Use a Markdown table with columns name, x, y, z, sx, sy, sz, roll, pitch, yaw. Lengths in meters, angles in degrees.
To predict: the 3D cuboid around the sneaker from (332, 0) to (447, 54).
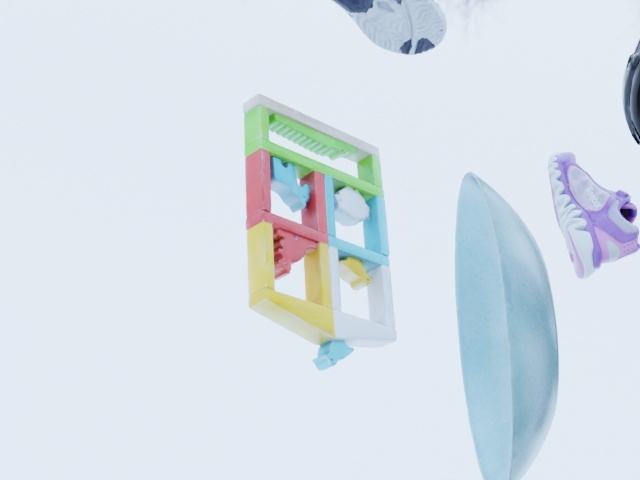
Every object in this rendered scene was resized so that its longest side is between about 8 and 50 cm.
| name | x | y | z | sx | sy | sz | roll | pitch | yaw |
| --- | --- | --- | --- | --- | --- | --- | --- | --- | --- |
| sneaker | 0.048 | -0.325 | 1.496 | 0.234 | 0.094 | 0.153 | 20 | -141 | -20 |

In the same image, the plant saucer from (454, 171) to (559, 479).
| name | x | y | z | sx | sy | sz | roll | pitch | yaw |
| --- | --- | --- | --- | --- | --- | --- | --- | --- | --- |
| plant saucer | 0.111 | 0.055 | 0.736 | 0.037 | 0.195 | 0.195 | -5 | -159 | -2 |

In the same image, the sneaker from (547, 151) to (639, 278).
| name | x | y | z | sx | sy | sz | roll | pitch | yaw |
| --- | --- | --- | --- | --- | --- | --- | --- | --- | --- |
| sneaker | 0.377 | -0.044 | 1.713 | 0.104 | 0.095 | 0.236 | -15 | -143 | 7 |

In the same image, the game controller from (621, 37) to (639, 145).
| name | x | y | z | sx | sy | sz | roll | pitch | yaw |
| --- | --- | --- | --- | --- | --- | --- | --- | --- | --- |
| game controller | 0.272 | -0.155 | 0.568 | 0.166 | 0.319 | 0.067 | 26 | -166 | -7 |

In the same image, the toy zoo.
| name | x | y | z | sx | sy | sz | roll | pitch | yaw |
| --- | --- | --- | --- | --- | --- | --- | --- | --- | --- |
| toy zoo | 0.000 | 0.000 | 1.358 | 0.192 | 0.030 | 0.293 | 21 | -125 | -38 |
